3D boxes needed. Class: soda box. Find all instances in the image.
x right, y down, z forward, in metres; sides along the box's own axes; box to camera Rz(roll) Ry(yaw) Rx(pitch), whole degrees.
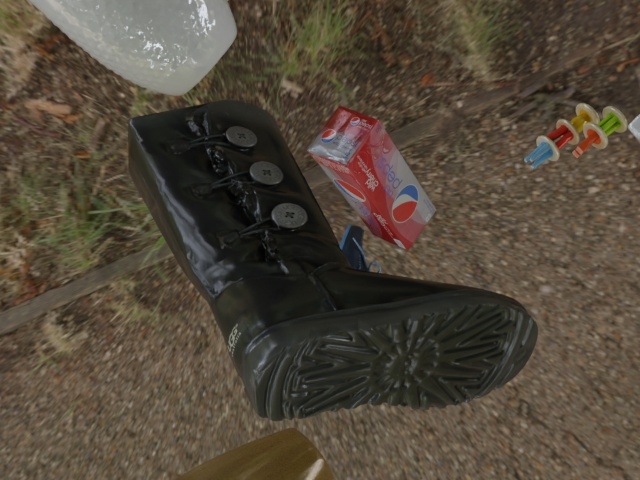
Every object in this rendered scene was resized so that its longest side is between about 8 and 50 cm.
[{"bbox_3d":[0.087,-0.093,1.580,0.083,0.263,0.092,27,76,37],"label":"soda box"}]

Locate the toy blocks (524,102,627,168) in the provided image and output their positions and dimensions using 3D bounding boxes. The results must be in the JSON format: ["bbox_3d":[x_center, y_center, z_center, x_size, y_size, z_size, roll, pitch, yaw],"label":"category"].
[{"bbox_3d":[0.431,-0.170,1.721,0.148,0.123,0.054,-38,115,-14],"label":"toy blocks"}]

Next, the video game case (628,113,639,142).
[{"bbox_3d":[0.210,-0.077,0.542,0.087,0.122,0.011,-43,70,16],"label":"video game case"}]

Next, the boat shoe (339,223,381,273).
[{"bbox_3d":[0.059,0.096,1.871,0.089,0.109,0.258,11,68,1],"label":"boat shoe"}]

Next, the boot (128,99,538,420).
[{"bbox_3d":[-0.002,0.000,1.188,0.367,0.445,0.146,2,123,-32],"label":"boot"}]

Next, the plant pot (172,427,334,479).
[{"bbox_3d":[-0.107,0.430,1.640,0.254,0.237,0.237,-36,95,-21],"label":"plant pot"}]

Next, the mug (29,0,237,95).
[{"bbox_3d":[-0.299,-0.474,1.869,0.328,0.276,0.374,42,73,-19],"label":"mug"}]
